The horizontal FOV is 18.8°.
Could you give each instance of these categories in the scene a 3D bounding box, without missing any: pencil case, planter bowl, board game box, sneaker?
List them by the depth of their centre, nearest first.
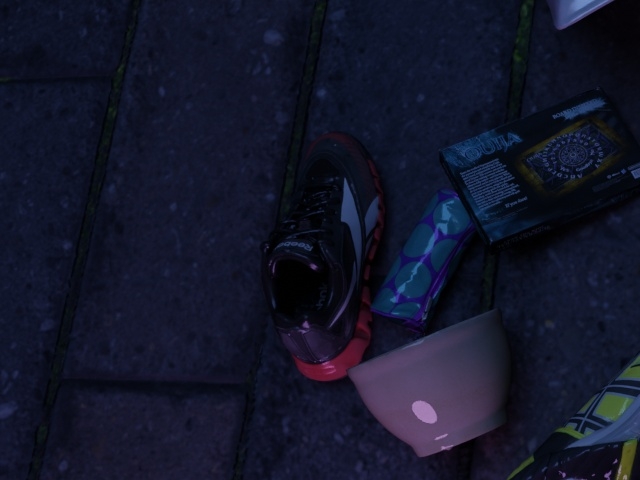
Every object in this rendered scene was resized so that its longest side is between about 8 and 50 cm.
[{"bbox_3d":[0.300,0.189,1.790,0.385,0.145,0.147,-37,15,19],"label":"sneaker"},{"bbox_3d":[0.120,0.145,1.877,0.162,0.162,0.109,-24,86,14],"label":"planter bowl"},{"bbox_3d":[0.229,-0.072,1.946,0.186,0.026,0.126,-21,59,-7],"label":"board game box"},{"bbox_3d":[0.114,0.022,1.974,0.070,0.064,0.151,20,78,47],"label":"pencil case"},{"bbox_3d":[0.000,0.000,1.997,0.098,0.135,0.276,-6,65,25],"label":"sneaker"}]

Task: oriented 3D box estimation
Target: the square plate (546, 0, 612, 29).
[{"bbox_3d":[0.360,-0.338,1.891,0.347,0.344,0.049,-31,101,10],"label":"square plate"}]
